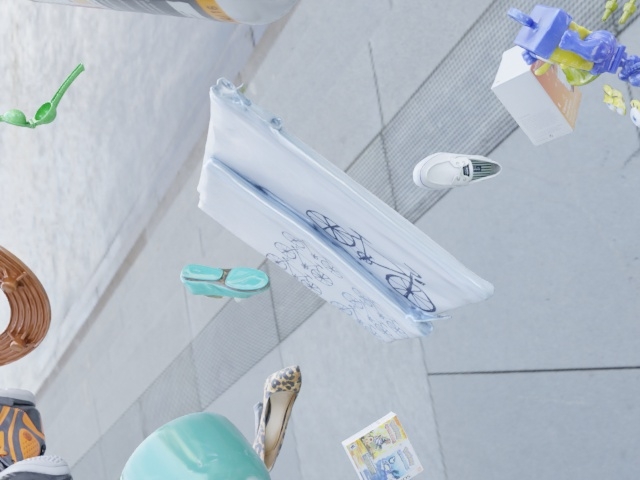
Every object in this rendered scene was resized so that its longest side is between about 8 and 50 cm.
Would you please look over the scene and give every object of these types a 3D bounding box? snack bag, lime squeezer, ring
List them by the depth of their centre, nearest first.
[{"bbox_3d":[0.000,0.000,0.734,0.323,0.037,0.342,38,163,-3],"label":"snack bag"},{"bbox_3d":[-0.578,0.096,1.004,0.032,0.337,0.336,-93,25,-48],"label":"ring"},{"bbox_3d":[-0.668,-0.299,1.528,0.059,0.310,0.110,52,155,30],"label":"lime squeezer"}]

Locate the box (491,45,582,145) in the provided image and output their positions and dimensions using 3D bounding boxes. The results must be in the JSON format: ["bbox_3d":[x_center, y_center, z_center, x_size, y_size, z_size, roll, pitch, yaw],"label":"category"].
[{"bbox_3d":[0.445,-0.305,1.386,0.091,0.170,0.130,-19,35,45],"label":"box"}]

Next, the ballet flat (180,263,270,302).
[{"bbox_3d":[-0.232,0.112,1.708,0.247,0.083,0.087,6,135,17],"label":"ballet flat"}]

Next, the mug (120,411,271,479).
[{"bbox_3d":[-0.106,0.252,0.648,0.097,0.129,0.157,36,165,44],"label":"mug"}]

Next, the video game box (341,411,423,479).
[{"bbox_3d":[0.193,0.664,2.080,0.205,0.187,0.048,63,163,-6],"label":"video game box"}]

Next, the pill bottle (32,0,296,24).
[{"bbox_3d":[-0.150,-0.239,0.457,0.278,0.162,0.162,11,106,18],"label":"pill bottle"}]

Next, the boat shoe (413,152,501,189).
[{"bbox_3d":[0.319,-0.165,1.552,0.076,0.226,0.083,12,113,57],"label":"boat shoe"}]

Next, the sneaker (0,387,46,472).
[{"bbox_3d":[-0.624,0.354,1.200,0.124,0.321,0.180,-47,58,19],"label":"sneaker"}]

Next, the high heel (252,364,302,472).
[{"bbox_3d":[-0.095,0.432,1.637,0.186,0.093,0.261,-100,32,-42],"label":"high heel"}]

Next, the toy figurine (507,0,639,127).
[{"bbox_3d":[0.370,-0.313,0.975,0.362,0.217,0.191,-90,19,-65],"label":"toy figurine"}]

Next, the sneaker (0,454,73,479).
[{"bbox_3d":[-0.474,0.450,0.899,0.210,0.366,0.137,47,133,26],"label":"sneaker"}]
